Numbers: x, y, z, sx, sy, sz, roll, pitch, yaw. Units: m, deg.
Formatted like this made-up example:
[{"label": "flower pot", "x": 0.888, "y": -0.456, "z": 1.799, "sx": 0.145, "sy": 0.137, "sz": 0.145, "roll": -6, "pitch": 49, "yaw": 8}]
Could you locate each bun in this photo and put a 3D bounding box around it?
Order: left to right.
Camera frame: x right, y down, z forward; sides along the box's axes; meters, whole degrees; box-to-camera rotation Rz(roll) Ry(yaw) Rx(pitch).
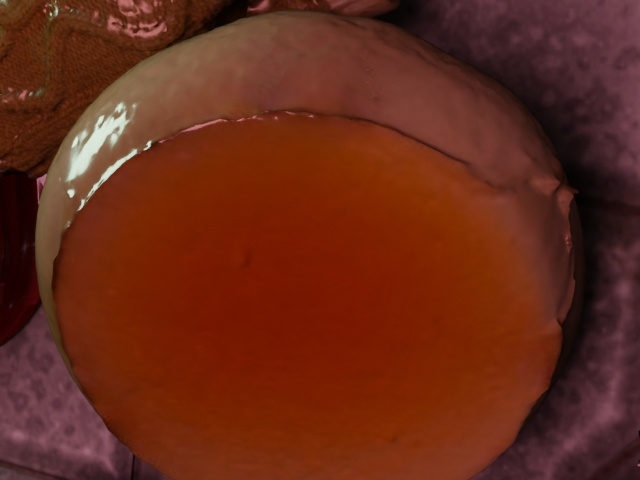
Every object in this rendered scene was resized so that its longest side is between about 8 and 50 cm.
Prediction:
[{"label": "bun", "x": 0.000, "y": 0.000, "z": 1.084, "sx": 0.299, "sy": 0.165, "sz": 0.299, "roll": 2, "pitch": 126, "yaw": 3}]

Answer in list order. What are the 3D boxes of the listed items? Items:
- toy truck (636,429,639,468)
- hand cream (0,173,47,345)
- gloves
[{"label": "toy truck", "x": 0.183, "y": 0.164, "z": 1.021, "sx": 0.286, "sy": 0.111, "sz": 0.136, "roll": -27, "pitch": 72, "yaw": -3}, {"label": "hand cream", "x": -0.294, "y": -0.015, "z": 1.259, "sx": 0.230, "sy": 0.149, "sz": 0.230, "roll": 4, "pitch": 99, "yaw": 30}, {"label": "gloves", "x": -0.090, "y": -0.163, "z": 1.120, "sx": 0.356, "sy": 0.155, "sz": 0.203, "roll": -33, "pitch": 86, "yaw": 25}]
